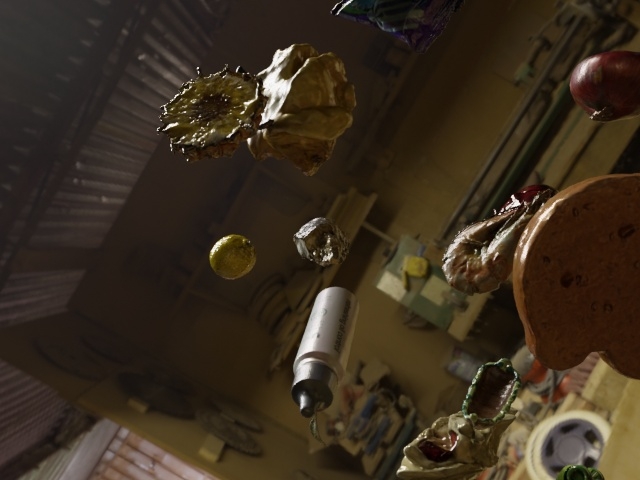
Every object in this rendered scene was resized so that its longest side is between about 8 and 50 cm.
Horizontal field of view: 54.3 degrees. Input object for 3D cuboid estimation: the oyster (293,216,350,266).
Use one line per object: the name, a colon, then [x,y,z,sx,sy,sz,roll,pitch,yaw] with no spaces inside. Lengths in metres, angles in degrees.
oyster: [-0.004,-0.003,1.805,0.166,0.110,0.341,-18,13,3]

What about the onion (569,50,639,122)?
onion: [0.799,-0.412,1.689,0.248,0.248,0.161,121,148,-72]

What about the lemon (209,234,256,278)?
lemon: [-0.215,0.039,1.550,0.133,0.109,0.109,-40,10,27]

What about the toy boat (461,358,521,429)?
toy boat: [0.386,0.373,1.444,0.293,0.109,0.099,-29,-51,-56]

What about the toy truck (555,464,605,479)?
toy truck: [0.653,0.670,1.576,0.211,0.148,0.187,-36,51,23]

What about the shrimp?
shrimp: [0.372,-0.007,1.285,0.294,0.154,0.062,-41,-41,-8]

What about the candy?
candy: [0.154,-0.491,1.302,0.145,0.275,0.070,-55,-28,-1]

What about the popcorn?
popcorn: [-0.053,-0.287,1.427,0.297,0.281,0.315,-30,55,36]

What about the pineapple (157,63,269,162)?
pineapple: [-0.185,-0.222,1.084,0.221,0.221,0.047,-61,-29,-23]

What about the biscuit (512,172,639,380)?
biscuit: [0.530,0.055,0.984,0.078,0.456,0.349,-98,18,-75]

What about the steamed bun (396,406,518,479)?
steamed bun: [0.396,0.538,1.699,0.428,0.247,0.189,-2,-85,-53]

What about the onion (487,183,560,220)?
onion: [0.640,-0.051,1.843,0.281,0.281,0.221,-61,-26,-31]

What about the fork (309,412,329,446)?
fork: [-0.020,0.354,1.369,0.034,0.028,0.219,-168,64,-69]

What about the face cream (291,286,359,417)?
face cream: [0.006,0.199,1.107,0.092,0.092,0.311,-60,4,30]
